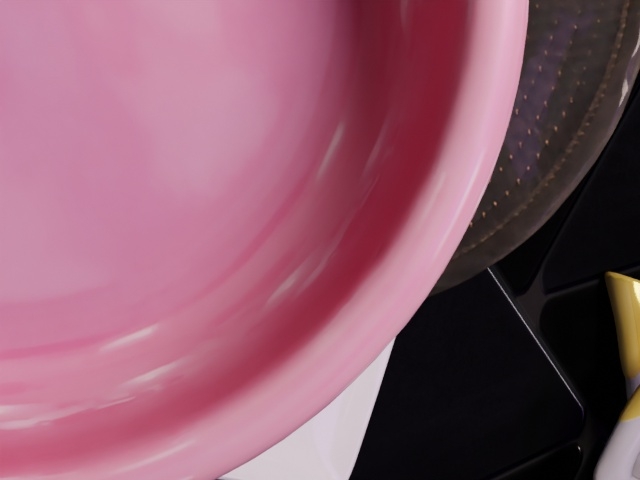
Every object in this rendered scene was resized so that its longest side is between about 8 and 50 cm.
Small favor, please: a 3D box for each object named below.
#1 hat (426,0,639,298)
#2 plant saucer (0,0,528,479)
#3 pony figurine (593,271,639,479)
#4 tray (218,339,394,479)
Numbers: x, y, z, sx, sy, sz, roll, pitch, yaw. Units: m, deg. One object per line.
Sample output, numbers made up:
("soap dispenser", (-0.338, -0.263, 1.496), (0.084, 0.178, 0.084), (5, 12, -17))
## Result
("hat", (-0.023, -0.137, 0.482), (0.134, 0.331, 0.331), (-71, 167, -81))
("plant saucer", (-0.106, -0.078, 0.369), (0.332, 0.084, 0.332), (-1, 97, -5))
("pony figurine", (0.304, 0.246, 0.891), (0.351, 0.303, 0.363), (20, 89, -15))
("tray", (0.000, 0.000, 0.642), (0.145, 0.030, 0.270), (23, 83, -48))
